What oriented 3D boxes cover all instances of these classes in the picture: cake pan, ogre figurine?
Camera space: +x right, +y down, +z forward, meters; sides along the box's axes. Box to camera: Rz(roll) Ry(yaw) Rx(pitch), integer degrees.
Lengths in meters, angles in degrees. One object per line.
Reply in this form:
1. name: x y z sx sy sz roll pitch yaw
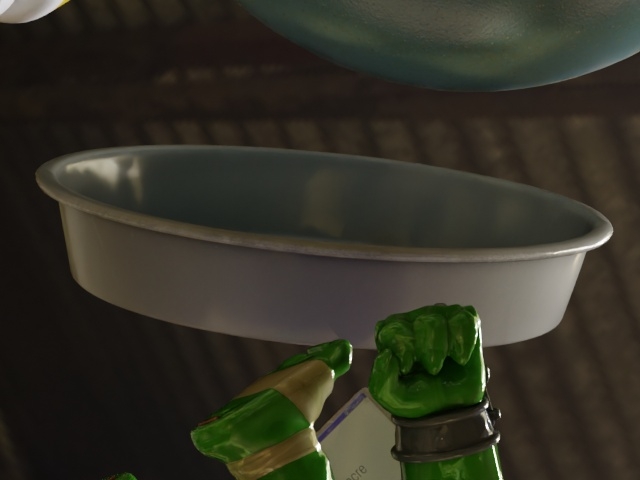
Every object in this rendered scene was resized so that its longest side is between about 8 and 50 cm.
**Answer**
1. cake pan: 0.000 0.000 1.015 0.293 0.293 0.054 15 -76 43
2. ogre figurine: -0.021 0.112 0.606 0.118 0.197 0.097 61 -14 -3

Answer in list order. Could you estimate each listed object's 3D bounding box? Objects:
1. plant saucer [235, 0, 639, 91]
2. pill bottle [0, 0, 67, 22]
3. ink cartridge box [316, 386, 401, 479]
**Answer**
1. plant saucer: 0.069 -0.226 0.897 0.317 0.317 0.044 45 -8 6
2. pill bottle: -0.180 -0.197 1.244 0.103 0.184 0.103 12 -60 21
3. ink cartridge box: 0.019 0.201 0.777 0.208 0.206 0.045 46 -1 7
